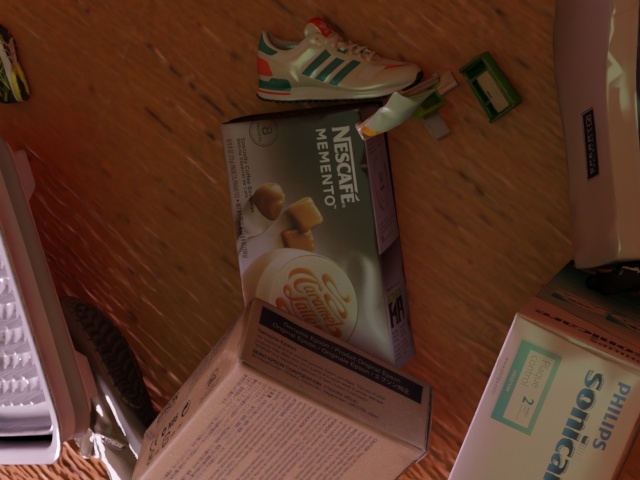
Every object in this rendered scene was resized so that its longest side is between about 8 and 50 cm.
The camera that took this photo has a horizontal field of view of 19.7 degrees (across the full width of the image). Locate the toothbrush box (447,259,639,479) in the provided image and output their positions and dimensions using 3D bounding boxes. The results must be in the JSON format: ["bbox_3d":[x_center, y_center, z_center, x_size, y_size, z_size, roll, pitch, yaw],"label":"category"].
[{"bbox_3d":[0.209,0.156,1.585,0.126,0.295,0.216,23,105,11],"label":"toothbrush box"}]

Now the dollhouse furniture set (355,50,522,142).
[{"bbox_3d":[0.108,-0.115,1.653,0.076,0.151,0.058,-36,84,49],"label":"dollhouse furniture set"}]

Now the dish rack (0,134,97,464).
[{"bbox_3d":[-0.317,0.048,1.775,0.285,0.072,0.333,-12,95,58],"label":"dish rack"}]

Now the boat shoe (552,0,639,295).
[{"bbox_3d":[0.304,-0.119,1.624,0.158,0.127,0.340,1,83,-18],"label":"boat shoe"}]

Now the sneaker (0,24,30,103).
[{"bbox_3d":[-0.317,-0.173,1.820,0.035,0.031,0.083,-17,93,18],"label":"sneaker"}]

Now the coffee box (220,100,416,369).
[{"bbox_3d":[0.000,0.000,1.722,0.141,0.098,0.246,-5,97,16],"label":"coffee box"}]

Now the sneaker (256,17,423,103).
[{"bbox_3d":[0.014,-0.169,1.714,0.161,0.057,0.075,-1,104,19],"label":"sneaker"}]

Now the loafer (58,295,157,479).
[{"bbox_3d":[-0.213,0.175,1.811,0.087,0.094,0.251,-27,90,13],"label":"loafer"}]

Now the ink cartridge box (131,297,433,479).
[{"bbox_3d":[-0.038,0.184,1.692,0.193,0.088,0.235,27,131,-15],"label":"ink cartridge box"}]
